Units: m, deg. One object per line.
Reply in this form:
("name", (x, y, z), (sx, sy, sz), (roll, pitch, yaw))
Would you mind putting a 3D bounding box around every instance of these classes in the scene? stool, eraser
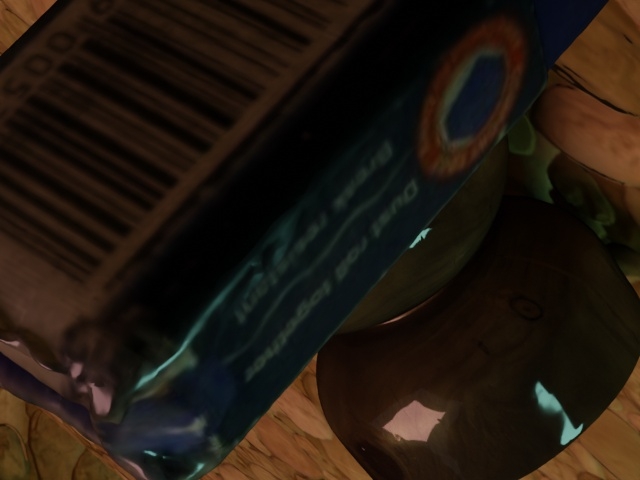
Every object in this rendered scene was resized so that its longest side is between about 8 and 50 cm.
("stool", (0.026, -0.014, 0.977), (0.264, 0.179, 0.179), (51, 159, -23))
("eraser", (-0.014, -0.069, 0.714), (0.155, 0.332, 0.101), (30, 157, 31))
